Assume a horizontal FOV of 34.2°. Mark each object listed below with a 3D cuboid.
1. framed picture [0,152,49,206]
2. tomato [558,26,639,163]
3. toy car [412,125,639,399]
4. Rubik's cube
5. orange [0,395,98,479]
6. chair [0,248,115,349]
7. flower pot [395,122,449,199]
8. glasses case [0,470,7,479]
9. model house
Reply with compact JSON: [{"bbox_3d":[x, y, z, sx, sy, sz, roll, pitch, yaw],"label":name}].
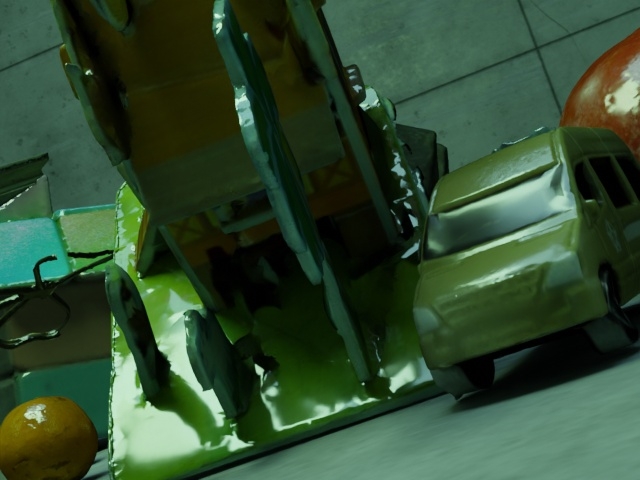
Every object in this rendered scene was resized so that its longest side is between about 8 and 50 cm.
[{"bbox_3d":[-0.264,0.034,0.498,0.216,0.016,0.273,-30,6,15],"label":"framed picture"},{"bbox_3d":[0.281,-0.077,0.776,0.232,0.189,0.232,-22,-4,-1],"label":"tomato"},{"bbox_3d":[0.127,-0.001,0.587,0.101,0.124,0.256,-23,-6,27],"label":"toy car"},{"bbox_3d":[-0.349,0.103,1.277,0.387,0.358,0.368,-10,0,14],"label":"Rubik's cube"},{"bbox_3d":[-0.222,0.166,0.846,0.083,0.084,0.083,-20,-3,-1],"label":"orange"},{"bbox_3d":[-0.274,0.126,0.722,0.325,0.170,0.160,-14,-26,-39],"label":"chair"},{"bbox_3d":[0.000,0.000,1.060,0.251,0.379,0.379,1,0,10],"label":"flower pot"},{"bbox_3d":[-0.331,0.224,0.992,0.233,0.059,0.092,-19,-5,-24],"label":"glasses case"},{"bbox_3d":[-0.084,-0.076,0.623,0.242,0.313,0.358,-21,38,9],"label":"model house"}]
